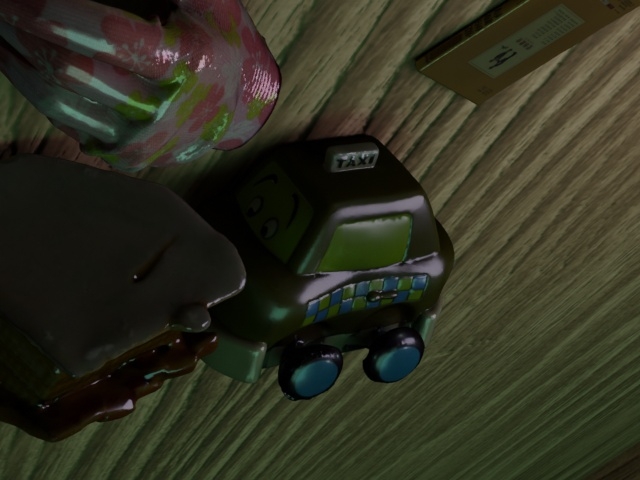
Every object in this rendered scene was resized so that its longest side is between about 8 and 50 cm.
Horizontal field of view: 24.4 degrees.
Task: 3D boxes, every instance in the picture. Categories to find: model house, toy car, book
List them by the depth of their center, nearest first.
[{"bbox_3d":[-0.213,0.049,1.189,0.199,0.220,0.229,-34,176,-34],"label":"model house"},{"bbox_3d":[0.174,-0.172,1.220,0.172,0.012,0.118,-31,155,22],"label":"book"},{"bbox_3d":[0.000,0.000,1.289,0.247,0.204,0.198,-9,132,-28],"label":"toy car"}]

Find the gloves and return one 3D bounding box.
[{"bbox_3d":[-0.127,-0.120,0.954,0.145,0.126,0.241,-28,165,29],"label":"gloves"}]
